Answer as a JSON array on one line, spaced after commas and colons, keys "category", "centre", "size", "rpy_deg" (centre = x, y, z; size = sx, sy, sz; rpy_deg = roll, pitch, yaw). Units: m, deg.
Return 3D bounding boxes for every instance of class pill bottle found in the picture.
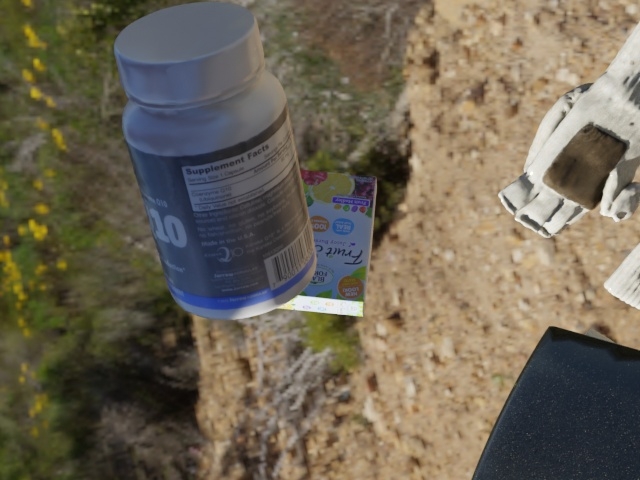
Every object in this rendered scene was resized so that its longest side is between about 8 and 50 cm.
[{"category": "pill bottle", "centre": [-0.050, -0.037, 0.561], "size": [0.078, 0.078, 0.137], "rpy_deg": [28, 139, 44]}]

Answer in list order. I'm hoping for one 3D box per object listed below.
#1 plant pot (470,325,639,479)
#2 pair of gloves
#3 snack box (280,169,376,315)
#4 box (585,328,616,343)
[{"category": "plant pot", "centre": [0.197, 0.190, 0.752], "size": [0.188, 0.167, 0.187], "rpy_deg": [54, 160, -26]}, {"category": "pair of gloves", "centre": [0.280, -0.048, 0.962], "size": [0.204, 0.240, 0.042], "rpy_deg": [-47, 30, 16]}, {"category": "snack box", "centre": [0.000, 0.000, 1.155], "size": [0.037, 0.100, 0.141], "rpy_deg": [87, -170, -61]}, {"category": "box", "centre": [0.325, 0.233, 1.043], "size": [0.311, 0.148, 0.121], "rpy_deg": [34, 146, 19]}]
